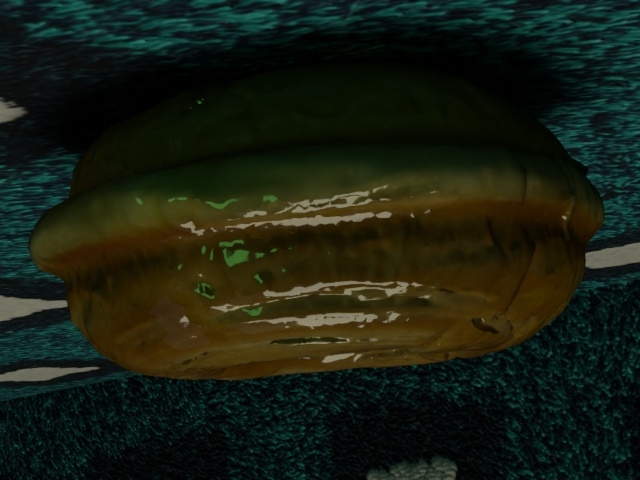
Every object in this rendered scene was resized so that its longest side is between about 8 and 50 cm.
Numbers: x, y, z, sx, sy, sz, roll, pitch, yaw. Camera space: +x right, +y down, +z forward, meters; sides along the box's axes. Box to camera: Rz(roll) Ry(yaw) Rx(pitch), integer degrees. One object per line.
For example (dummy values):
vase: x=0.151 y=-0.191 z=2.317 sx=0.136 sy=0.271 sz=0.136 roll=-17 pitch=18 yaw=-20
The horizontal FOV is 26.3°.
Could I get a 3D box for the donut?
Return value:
donut: x=0.000 y=0.000 z=1.054 sx=0.449 sy=0.198 sz=0.449 roll=-4 pitch=171 yaw=-1
